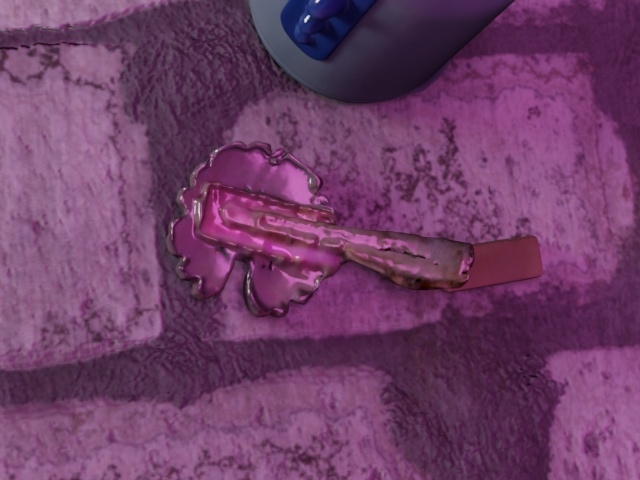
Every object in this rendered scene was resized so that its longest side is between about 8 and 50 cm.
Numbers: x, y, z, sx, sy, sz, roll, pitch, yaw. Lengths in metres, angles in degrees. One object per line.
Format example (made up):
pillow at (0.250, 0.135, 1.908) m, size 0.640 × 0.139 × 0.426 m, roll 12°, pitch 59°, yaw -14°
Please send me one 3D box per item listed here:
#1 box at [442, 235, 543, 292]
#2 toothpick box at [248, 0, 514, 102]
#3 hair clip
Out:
box at (0.180, 0.025, 1.224) m, size 0.115 × 0.025 × 0.048 m, roll -9°, pitch 89°, yaw -16°
toothpick box at (0.070, -0.275, 1.069) m, size 0.262 × 0.354 × 0.263 m, roll 3°, pitch 80°, yaw -15°
hair clip at (0.001, 0.002, 1.155) m, size 0.300 × 0.069 × 0.173 m, roll 13°, pitch 76°, yaw -3°
